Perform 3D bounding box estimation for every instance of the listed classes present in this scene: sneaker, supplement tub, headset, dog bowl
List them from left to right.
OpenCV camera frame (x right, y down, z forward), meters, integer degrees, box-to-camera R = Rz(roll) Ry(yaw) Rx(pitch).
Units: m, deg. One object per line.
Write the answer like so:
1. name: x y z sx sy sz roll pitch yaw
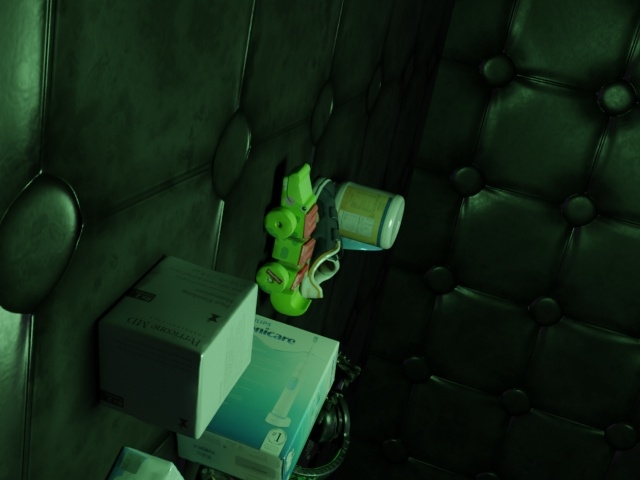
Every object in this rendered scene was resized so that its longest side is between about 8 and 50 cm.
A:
1. headset: -0.047 0.441 1.918 0.394 0.243 0.185 -74 -170 -47
2. sneaker: 0.000 0.000 1.766 0.126 0.127 0.321 80 28 -60
3. dog bowl: 0.108 -0.020 2.139 0.297 0.165 0.074 -10 104 -76
4. supplement tub: 0.102 -0.070 1.934 0.144 0.199 0.144 17 90 -77

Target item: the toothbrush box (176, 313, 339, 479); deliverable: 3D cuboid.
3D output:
1. toothbrush box: -0.114 0.299 1.444 0.295 0.216 0.126 -62 163 -46

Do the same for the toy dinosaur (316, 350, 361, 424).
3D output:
1. toy dinosaur: -0.024 0.292 1.814 0.322 0.218 0.164 -37 159 -53

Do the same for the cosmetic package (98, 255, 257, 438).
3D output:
1. cosmetic package: -0.194 0.144 1.050 0.184 0.151 0.151 -56 158 -57

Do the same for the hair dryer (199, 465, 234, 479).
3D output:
1. hair dryer: -0.212 0.619 1.621 0.293 0.080 0.224 62 21 -57

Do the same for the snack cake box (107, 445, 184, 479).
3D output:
1. snack cake box: -0.281 0.452 1.214 0.264 0.089 0.152 87 21 -57

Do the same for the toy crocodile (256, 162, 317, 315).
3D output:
1. toy crocodile: -0.057 0.005 1.567 0.115 0.105 0.341 -50 153 -61

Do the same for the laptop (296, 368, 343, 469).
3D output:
1. laptop: -0.099 0.536 2.256 0.408 0.236 0.382 39 65 -46
